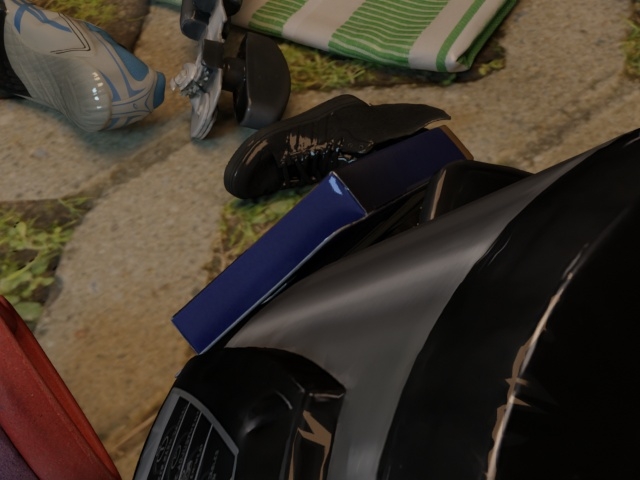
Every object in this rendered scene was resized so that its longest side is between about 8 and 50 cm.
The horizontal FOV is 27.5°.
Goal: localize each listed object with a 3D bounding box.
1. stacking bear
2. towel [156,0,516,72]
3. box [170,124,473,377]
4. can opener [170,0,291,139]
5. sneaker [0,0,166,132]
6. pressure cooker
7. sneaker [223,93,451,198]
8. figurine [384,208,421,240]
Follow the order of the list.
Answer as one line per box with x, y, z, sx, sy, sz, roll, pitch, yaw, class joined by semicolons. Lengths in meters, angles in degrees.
-0.281;0.170;0.786;0.289;0.175;0.164;-34;83;-10;stacking bear
0.033;-0.266;1.220;0.325;0.038;0.248;20;54;23;towel
0.000;0.000;0.762;0.036;0.136;0.225;50;26;5;box
-0.080;-0.203;1.137;0.093;0.074;0.280;10;56;-20;can opener
-0.226;-0.160;1.135;0.086;0.085;0.237;-14;38;-43;sneaker
0.106;0.166;0.572;0.370;0.420;0.375;-39;96;-25;pressure cooker
0.014;-0.068;1.032;0.170;0.051;0.089;-31;47;-25;sneaker
0.047;0.059;0.901;0.209;0.092;0.215;28;57;37;figurine
